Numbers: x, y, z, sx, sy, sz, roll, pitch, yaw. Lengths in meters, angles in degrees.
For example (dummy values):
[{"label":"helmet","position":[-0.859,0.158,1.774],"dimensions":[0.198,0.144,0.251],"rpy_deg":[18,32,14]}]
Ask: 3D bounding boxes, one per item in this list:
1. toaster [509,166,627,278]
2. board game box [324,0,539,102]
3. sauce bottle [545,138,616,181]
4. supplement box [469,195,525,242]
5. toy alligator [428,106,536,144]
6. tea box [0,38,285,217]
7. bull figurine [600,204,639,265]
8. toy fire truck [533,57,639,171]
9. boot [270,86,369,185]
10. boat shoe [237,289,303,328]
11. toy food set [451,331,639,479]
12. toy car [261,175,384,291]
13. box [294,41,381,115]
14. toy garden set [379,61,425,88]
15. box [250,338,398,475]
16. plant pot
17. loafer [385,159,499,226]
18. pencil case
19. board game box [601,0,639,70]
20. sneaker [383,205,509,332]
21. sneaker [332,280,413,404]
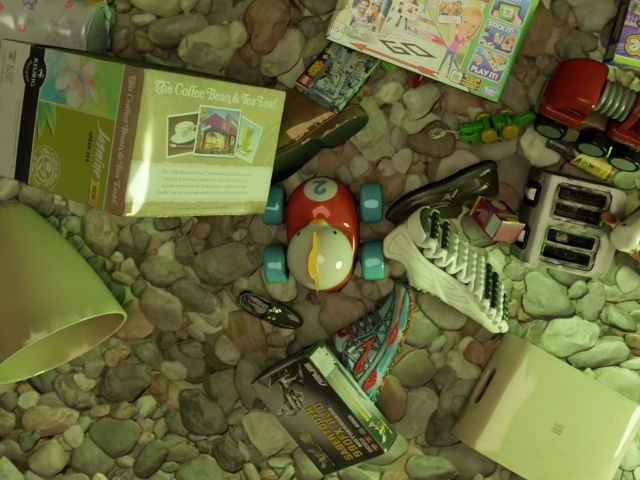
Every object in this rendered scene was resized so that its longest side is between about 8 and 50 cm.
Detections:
[{"label":"toaster","position":[0.440,-0.028,1.508],"dimensions":[0.186,0.110,0.167],"rpy_deg":[14,101,3]},{"label":"board game box","position":[0.191,-0.388,1.457],"dimensions":[0.318,0.046,0.213],"rpy_deg":[21,101,3]},{"label":"sauce bottle","position":[0.462,-0.148,1.524],"dimensions":[0.128,0.042,0.042],"rpy_deg":[27,100,2]},{"label":"supplement box","position":[0.308,-0.037,1.496],"dimensions":[0.055,0.083,0.043],"rpy_deg":[6,122,-30]},{"label":"toy alligator","position":[0.288,-0.192,1.527],"dimensions":[0.190,0.056,0.051],"rpy_deg":[-11,138,6]},{"label":"tea box","position":[-0.289,-0.177,1.377],"dimensions":[0.324,0.329,0.219],"rpy_deg":[16,101,33]},{"label":"bull figurine","position":[0.587,-0.011,1.437],"dimensions":[0.188,0.310,0.101],"rpy_deg":[-39,52,9]},{"label":"toy fire truck","position":[0.479,-0.210,1.389],"dimensions":[0.217,0.246,0.158],"rpy_deg":[24,78,0]},{"label":"boot","position":[-0.071,-0.185,1.541],"dimensions":[0.305,0.112,0.115],"rpy_deg":[-31,76,4]},{"label":"boat shoe","position":[-0.095,0.134,1.610],"dimensions":[0.133,0.042,0.048],"rpy_deg":[25,98,-1]},{"label":"toy food set","position":[0.427,0.338,1.589],"dimensions":[0.306,0.092,0.219],"rpy_deg":[30,88,-2]},{"label":"toy car","position":[0.000,0.000,1.481],"dimensions":[0.219,0.238,0.210],"rpy_deg":[-1,99,4]},{"label":"box","position":[0.031,-0.292,1.496],"dimensions":[0.094,0.027,0.137],"rpy_deg":[33,66,12]},{"label":"toy garden set","position":[0.199,-0.385,1.502],"dimensions":[0.204,0.049,0.244],"rpy_deg":[45,99,-3]},{"label":"box","position":[0.004,0.311,1.577],"dimensions":[0.183,0.056,0.231],"rpy_deg":[-33,96,42]},{"label":"plant pot","position":[-0.527,0.077,1.547],"dimensions":[0.257,0.256,0.274],"rpy_deg":[-32,79,8]},{"label":"loafer","position":[0.223,-0.069,1.533],"dimensions":[0.220,0.080,0.078],"rpy_deg":[-24,96,7]},{"label":"pencil case","position":[-0.514,-0.395,1.522],"dimensions":[0.273,0.113,0.124],"rpy_deg":[12,89,2]},{"label":"board game box","position":[0.687,-0.377,1.452],"dimensions":[0.347,0.078,0.233],"rpy_deg":[13,100,2]},{"label":"sneaker","position":[0.232,0.065,1.540],"dimensions":[0.118,0.110,0.292],"rpy_deg":[-32,113,33]},{"label":"sneaker","position":[0.085,0.186,1.573],"dimensions":[0.125,0.104,0.261],"rpy_deg":[23,100,2]}]
